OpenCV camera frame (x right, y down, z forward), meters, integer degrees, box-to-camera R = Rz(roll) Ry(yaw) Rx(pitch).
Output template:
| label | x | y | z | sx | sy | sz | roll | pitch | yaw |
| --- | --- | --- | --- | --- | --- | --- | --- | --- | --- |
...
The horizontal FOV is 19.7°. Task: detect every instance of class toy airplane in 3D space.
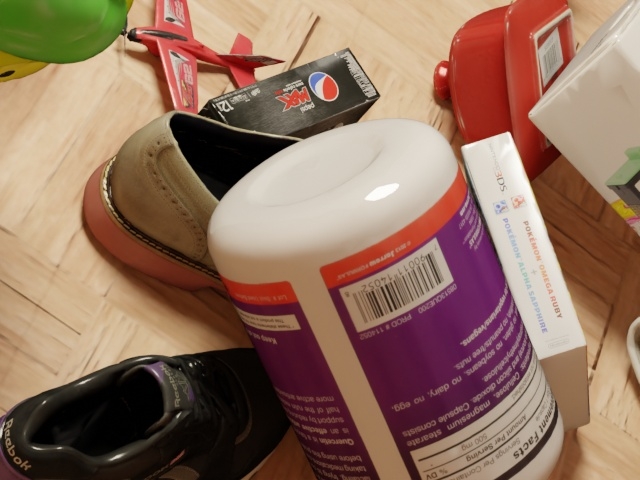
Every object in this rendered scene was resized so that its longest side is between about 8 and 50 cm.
| label | x | y | z | sx | sy | sz | roll | pitch | yaw |
| --- | --- | --- | --- | --- | --- | --- | --- | --- | --- |
| toy airplane | -0.100 | -0.158 | 1.520 | 0.151 | 0.028 | 0.151 | 18 | 53 | -26 |

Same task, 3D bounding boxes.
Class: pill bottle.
| label | x | y | z | sx | sy | sz | roll | pitch | yaw |
| --- | --- | --- | --- | --- | --- | --- | --- | --- | --- |
| pill bottle | 0.058 | 0.088 | 1.304 | 0.181 | 0.181 | 0.323 | -47 | 121 | -45 |

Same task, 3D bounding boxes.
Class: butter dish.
| label | x | y | z | sx | sy | sz | roll | pitch | yaw |
| --- | --- | --- | --- | --- | --- | --- | --- | --- | --- |
| butter dish | 0.157 | -0.144 | 1.641 | 0.160 | 0.118 | 0.160 | -38 | 125 | -57 |

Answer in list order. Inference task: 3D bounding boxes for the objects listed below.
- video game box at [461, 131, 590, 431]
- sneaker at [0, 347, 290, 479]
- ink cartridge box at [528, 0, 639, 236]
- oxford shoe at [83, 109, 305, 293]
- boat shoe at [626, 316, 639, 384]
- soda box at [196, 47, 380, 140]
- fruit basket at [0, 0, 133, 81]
| label | x | y | z | sx | sy | sz | roll | pitch | yaw |
| --- | --- | --- | --- | --- | --- | --- | --- | --- | --- |
| video game box | 0.165 | 0.040 | 1.469 | 0.048 | 0.205 | 0.187 | -20 | 67 | 1 |
| sneaker | -0.105 | 0.125 | 1.257 | 0.283 | 0.124 | 0.107 | -17 | 72 | -42 |
| ink cartridge box | 0.335 | -0.078 | 1.588 | 0.278 | 0.117 | 0.201 | 47 | 37 | -3 |
| oxford shoe | 0.000 | 0.000 | 1.412 | 0.348 | 0.130 | 0.123 | 17 | 52 | -25 |
| boat shoe | 0.343 | 0.209 | 1.514 | 0.156 | 0.136 | 0.367 | 3 | 56 | -34 |
| soda box | -0.031 | -0.101 | 1.509 | 0.169 | 0.060 | 0.053 | -24 | 75 | -42 |
| fruit basket | -0.276 | -0.187 | 1.233 | 0.392 | 0.283 | 0.392 | 15 | 42 | -14 |
